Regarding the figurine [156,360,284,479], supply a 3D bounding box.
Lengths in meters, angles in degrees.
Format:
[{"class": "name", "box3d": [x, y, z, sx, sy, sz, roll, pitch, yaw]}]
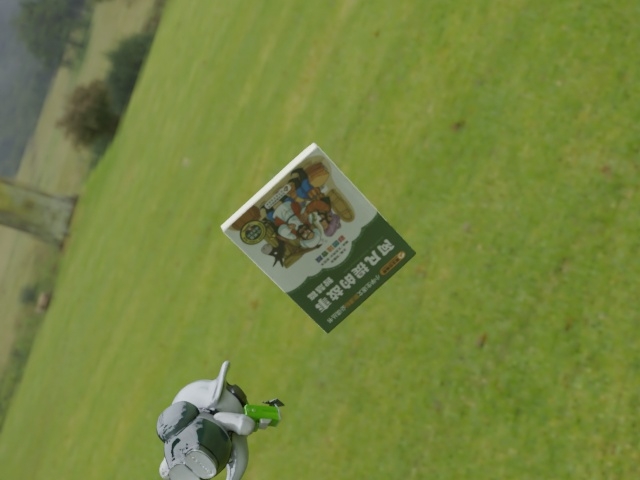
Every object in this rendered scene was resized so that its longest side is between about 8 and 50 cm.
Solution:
[{"class": "figurine", "box3d": [-0.135, 0.227, 1.527, 0.147, 0.126, 0.192, -50, 13, 20]}]

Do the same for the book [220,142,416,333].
[{"class": "book", "box3d": [0.000, 0.000, 2.041, 0.202, 0.264, 0.027, -42, 26, 3]}]
